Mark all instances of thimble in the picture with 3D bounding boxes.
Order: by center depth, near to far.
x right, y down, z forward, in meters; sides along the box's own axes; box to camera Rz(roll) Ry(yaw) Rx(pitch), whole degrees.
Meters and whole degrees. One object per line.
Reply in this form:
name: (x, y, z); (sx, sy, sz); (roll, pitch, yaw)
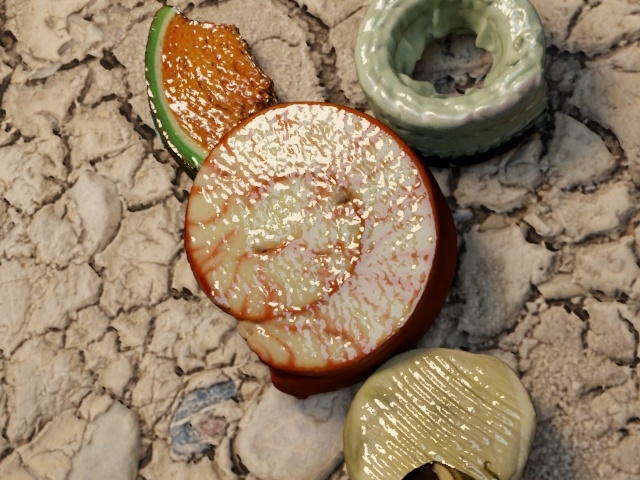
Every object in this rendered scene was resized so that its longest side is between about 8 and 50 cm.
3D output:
thimble: (0.164, -0.205, 1.557); (0.237, 0.150, 0.237); (-3, 73, 11)

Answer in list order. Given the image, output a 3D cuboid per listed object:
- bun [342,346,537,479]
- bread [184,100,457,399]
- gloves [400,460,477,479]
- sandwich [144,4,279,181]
bun: (0.129, 0.226, 1.439); (0.210, 0.116, 0.237); (25, 56, 24)
bread: (0.001, -0.004, 1.523); (0.295, 0.114, 0.327); (-38, 72, 9)
gloves: (0.219, 0.326, 1.277); (0.331, 0.154, 0.141); (33, 47, -17)
sandwich: (-0.152, -0.193, 1.671); (0.159, 0.079, 0.235); (-29, 71, -9)
